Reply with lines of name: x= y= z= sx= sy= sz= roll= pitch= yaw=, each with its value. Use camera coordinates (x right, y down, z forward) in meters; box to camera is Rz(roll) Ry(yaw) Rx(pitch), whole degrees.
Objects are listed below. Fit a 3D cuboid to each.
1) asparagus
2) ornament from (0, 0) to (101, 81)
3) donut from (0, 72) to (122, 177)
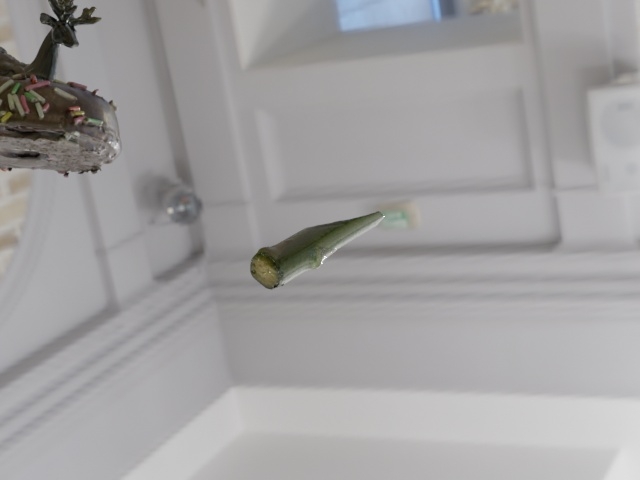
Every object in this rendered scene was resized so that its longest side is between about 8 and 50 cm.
asparagus: x=0.000 y=0.000 z=1.355 sx=0.045 sy=0.041 sz=0.178 roll=24 pitch=-142 yaw=34
ornament: x=-0.440 y=-0.320 z=1.934 sx=0.202 sy=0.236 sz=0.080 roll=27 pitch=-178 yaw=25
donut: x=-0.399 y=-0.156 z=1.727 sx=0.270 sy=0.103 sz=0.270 roll=3 pitch=171 yaw=0
